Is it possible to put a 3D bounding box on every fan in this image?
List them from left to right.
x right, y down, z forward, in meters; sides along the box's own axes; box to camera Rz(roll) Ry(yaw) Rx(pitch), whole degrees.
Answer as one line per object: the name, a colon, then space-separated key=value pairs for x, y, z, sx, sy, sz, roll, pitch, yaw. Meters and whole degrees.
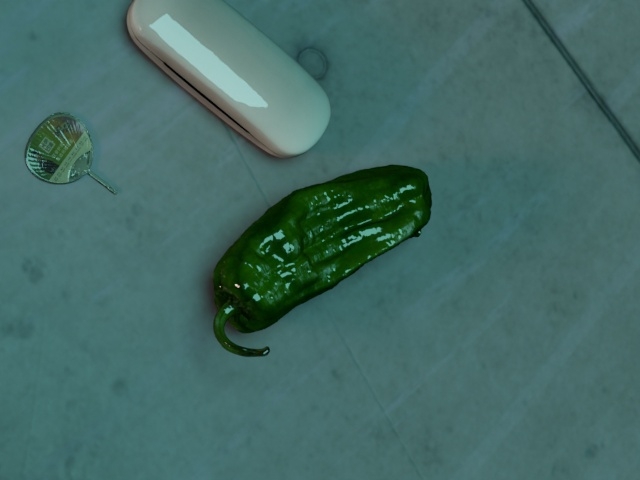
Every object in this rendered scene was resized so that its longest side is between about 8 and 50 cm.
fan: x=-0.205 y=-0.062 z=1.569 sx=0.060 sy=0.003 sz=0.080 roll=-27 pitch=91 yaw=-26

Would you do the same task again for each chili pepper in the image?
chili pepper: x=0.000 y=0.004 z=1.608 sx=0.257 sy=0.074 sz=0.100 roll=-31 pitch=93 yaw=-27

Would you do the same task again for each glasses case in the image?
glasses case: x=-0.075 y=-0.145 z=1.619 sx=0.193 sy=0.049 sz=0.074 roll=38 pitch=66 yaw=-12
